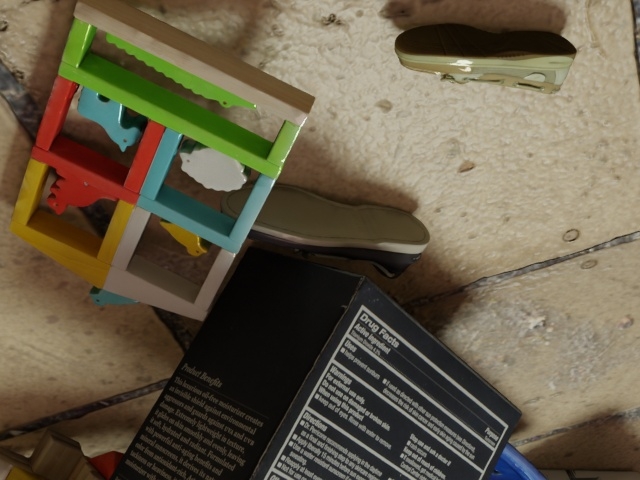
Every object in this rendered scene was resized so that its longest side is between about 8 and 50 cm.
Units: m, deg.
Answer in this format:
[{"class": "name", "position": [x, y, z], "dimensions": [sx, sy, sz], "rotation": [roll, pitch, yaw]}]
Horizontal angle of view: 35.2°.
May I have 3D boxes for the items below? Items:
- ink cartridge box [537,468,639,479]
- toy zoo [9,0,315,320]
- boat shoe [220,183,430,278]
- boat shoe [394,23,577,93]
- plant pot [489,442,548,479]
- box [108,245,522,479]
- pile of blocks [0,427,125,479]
[{"class": "ink cartridge box", "position": [0.331, 0.380, 1.365], "dimensions": [0.191, 0.082, 0.139], "rotation": [3, 134, -13]}, {"class": "toy zoo", "position": [-0.148, -0.044, 0.845], "dimensions": [0.192, 0.030, 0.293], "rotation": [26, 128, -6]}, {"class": "boat shoe", "position": [0.000, 0.000, 0.929], "dimensions": [0.206, 0.075, 0.065], "rotation": [8, 130, -24]}, {"class": "boat shoe", "position": [0.132, -0.143, 0.821], "dimensions": [0.153, 0.056, 0.048], "rotation": [-3, 131, -17]}, {"class": "plant pot", "position": [0.114, 0.344, 1.167], "dimensions": [0.212, 0.235, 0.236], "rotation": [-5, 146, 37]}, {"class": "box", "position": [-0.001, 0.210, 0.969], "dimensions": [0.296, 0.183, 0.294], "rotation": [42, 73, -38]}, {"class": "pile of blocks", "position": [-0.205, 0.303, 1.066], "dimensions": [0.112, 0.362, 0.149], "rotation": [-59, 169, -2]}]
